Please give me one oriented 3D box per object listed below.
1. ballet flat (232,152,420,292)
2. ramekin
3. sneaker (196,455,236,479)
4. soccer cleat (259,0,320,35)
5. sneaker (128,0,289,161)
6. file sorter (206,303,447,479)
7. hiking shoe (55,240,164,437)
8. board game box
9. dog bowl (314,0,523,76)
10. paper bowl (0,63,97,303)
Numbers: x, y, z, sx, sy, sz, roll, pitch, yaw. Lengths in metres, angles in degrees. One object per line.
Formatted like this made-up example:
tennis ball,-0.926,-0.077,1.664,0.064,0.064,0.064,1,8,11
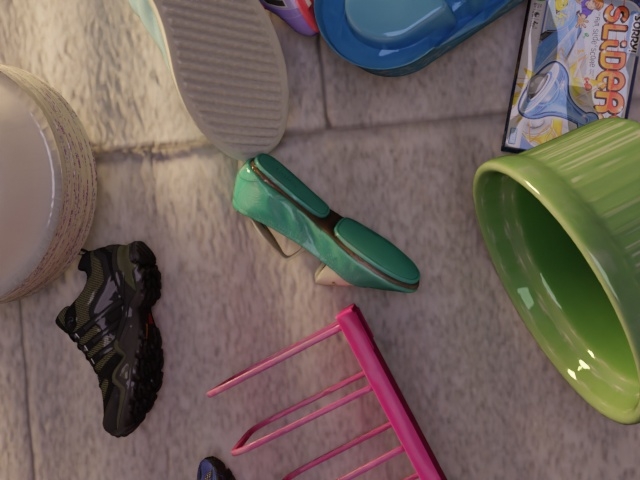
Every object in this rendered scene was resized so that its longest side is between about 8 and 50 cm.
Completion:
ballet flat,0.000,0.000,1.090,0.247,0.083,0.087,37,118,3
ramekin,0.300,0.022,0.965,0.148,0.303,0.303,-28,86,-6
sneaker,-0.148,0.358,1.072,0.087,0.083,0.221,8,84,11
soccer cleat,-0.085,-0.336,1.110,0.095,0.083,0.248,-34,88,23
sneaker,-0.147,-0.269,1.088,0.135,0.150,0.366,-25,109,-8
file sorter,0.025,0.240,1.008,0.182,0.202,0.290,-28,86,2
hiking shoe,-0.249,0.115,1.094,0.114,0.086,0.226,-1,80,14
board game box,0.298,-0.193,1.100,0.136,0.035,0.201,10,87,3
dog bowl,0.135,-0.302,1.077,0.297,0.074,0.166,-33,75,3
paper bowl,-0.407,-0.062,1.041,0.284,0.148,0.284,1,93,13
